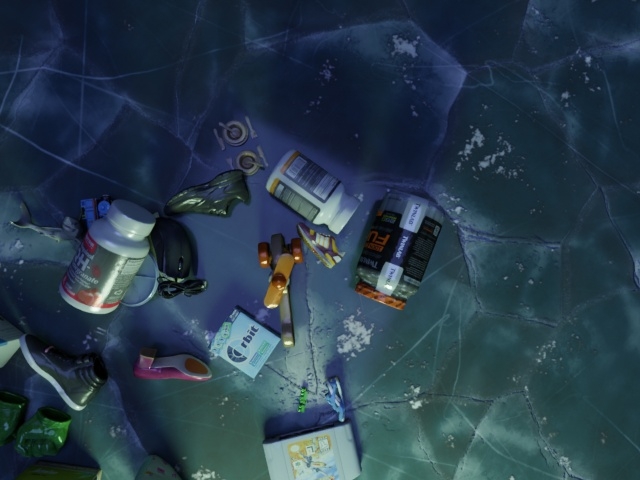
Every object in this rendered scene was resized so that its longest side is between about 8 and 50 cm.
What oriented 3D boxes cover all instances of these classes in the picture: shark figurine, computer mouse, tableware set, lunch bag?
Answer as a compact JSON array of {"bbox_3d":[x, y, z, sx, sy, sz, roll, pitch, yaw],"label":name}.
[{"bbox_3d":[-0.833,-0.055,1.413,0.278,0.166,0.116,5,58,22],"label":"shark figurine"},{"bbox_3d":[-0.450,0.042,1.385,0.072,0.188,0.272,-24,78,24],"label":"computer mouse"},{"bbox_3d":[-0.264,-0.312,1.460,0.128,0.039,0.194,-23,89,-3],"label":"tableware set"},{"bbox_3d":[-0.485,0.799,1.321,0.160,0.223,0.262,-28,89,-11],"label":"lunch bag"}]

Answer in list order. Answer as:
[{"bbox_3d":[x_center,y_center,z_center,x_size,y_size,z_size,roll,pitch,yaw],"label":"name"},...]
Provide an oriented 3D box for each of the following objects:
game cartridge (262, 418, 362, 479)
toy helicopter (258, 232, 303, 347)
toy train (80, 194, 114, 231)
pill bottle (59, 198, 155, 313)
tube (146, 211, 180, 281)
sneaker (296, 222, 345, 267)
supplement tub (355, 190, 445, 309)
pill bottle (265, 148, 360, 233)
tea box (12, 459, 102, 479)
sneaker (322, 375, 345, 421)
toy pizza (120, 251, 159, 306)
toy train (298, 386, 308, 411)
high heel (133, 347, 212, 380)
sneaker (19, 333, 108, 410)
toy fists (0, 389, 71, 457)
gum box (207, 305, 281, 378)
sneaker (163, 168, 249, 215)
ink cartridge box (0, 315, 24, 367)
[{"bbox_3d":[-0.023,0.714,1.430,0.297,0.062,0.198,-13,85,-3],"label":"game cartridge"},{"bbox_3d":[-0.112,0.154,1.353,0.140,0.235,0.355,-7,89,-3],"label":"toy helicopter"},{"bbox_3d":[-0.704,-0.053,1.417,0.105,0.080,0.184,-7,91,6],"label":"toy train"},{"bbox_3d":[-0.623,0.044,1.309,0.176,0.176,0.318,33,102,-1],"label":"pill bottle"},{"bbox_3d":[-0.522,0.031,1.433,0.062,0.070,0.240,-31,85,42],"label":"tube"},{"bbox_3d":[0.000,0.000,1.452,0.084,0.069,0.185,-42,96,-12],"label":"sneaker"},{"bbox_3d":[0.243,0.033,1.386,0.207,0.207,0.338,21,87,-2],"label":"supplement tub"},{"bbox_3d":[-0.022,-0.152,1.404,0.278,0.162,0.162,36,87,-1],"label":"pill bottle"},{"bbox_3d":[-0.823,0.875,1.254,0.220,0.323,0.329,10,87,-3],"label":"tea box"},{"bbox_3d":[0.047,0.521,1.440,0.059,0.053,0.144,-13,80,-3],"label":"sneaker"},{"bbox_3d":[-0.603,0.111,1.419,0.201,0.032,0.201,0,90,16],"label":"toy pizza"},{"bbox_3d":[-0.057,0.526,1.452,0.023,0.017,0.083,11,88,-12],"label":"toy train"},{"bbox_3d":[-0.480,0.429,1.422,0.244,0.082,0.117,17,120,-15],"label":"high heel"},{"bbox_3d":[-0.796,0.378,1.388,0.147,0.104,0.296,-40,96,-5],"label":"sneaker"},{"bbox_3d":[-0.936,0.588,1.375,0.279,0.096,0.142,22,88,-3],"label":"toy fists"},{"bbox_3d":[-0.248,0.332,1.438,0.184,0.041,0.157,35,87,0],"label":"gum box"},{"bbox_3d":[-0.366,-0.128,1.422,0.286,0.109,0.130,-22,102,2],"label":"sneaker"},{"bbox_3d":[-1.098,0.260,1.314,0.307,0.223,0.129,38,86,-1],"label":"ink cartridge box"}]
